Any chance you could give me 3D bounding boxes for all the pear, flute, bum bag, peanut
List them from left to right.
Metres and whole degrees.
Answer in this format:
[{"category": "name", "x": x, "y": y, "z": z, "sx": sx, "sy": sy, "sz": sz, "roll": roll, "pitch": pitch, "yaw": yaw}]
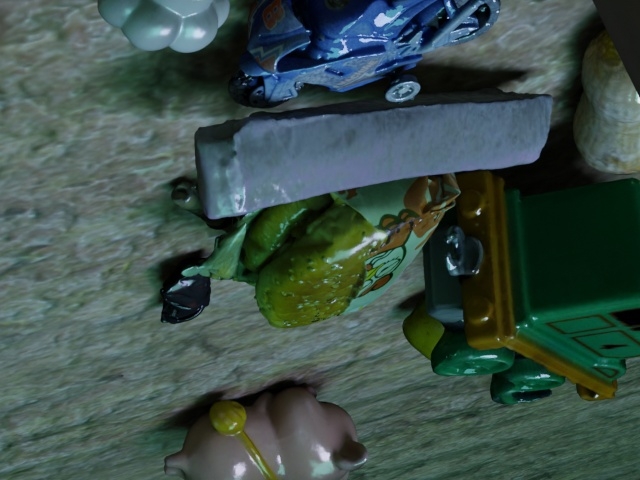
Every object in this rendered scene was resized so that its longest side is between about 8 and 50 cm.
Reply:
[{"category": "bum bag", "x": -0.129, "y": 0.052, "z": 1.299, "sx": 0.057, "sy": 0.034, "sz": 0.124, "roll": -29, "pitch": 160, "yaw": -16}, {"category": "flute", "x": -0.074, "y": -0.010, "z": 1.216, "sx": 0.027, "sy": 0.027, "sz": 0.233, "roll": -26, "pitch": 157, "yaw": 14}, {"category": "pear", "x": 0.145, "y": 0.101, "z": 1.569, "sx": 0.096, "sy": 0.092, "sz": 0.092, "roll": -1, "pitch": 156, "yaw": -2}, {"category": "peanut", "x": 0.264, "y": -0.118, "z": 1.167, "sx": 0.087, "sy": 0.087, "sz": 0.207, "roll": -20, "pitch": 157, "yaw": 0}]

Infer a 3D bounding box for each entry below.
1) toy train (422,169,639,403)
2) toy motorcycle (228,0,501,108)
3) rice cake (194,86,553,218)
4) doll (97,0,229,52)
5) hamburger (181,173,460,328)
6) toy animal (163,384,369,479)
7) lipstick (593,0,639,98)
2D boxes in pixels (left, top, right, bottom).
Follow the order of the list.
[{"category": "toy train", "x": 0.253, "y": 0.048, "z": 1.349, "sx": 0.249, "sy": 0.178, "sz": 0.429, "roll": -12, "pitch": 160, "yaw": 27}, {"category": "toy motorcycle", "x": 0.025, "y": -0.148, "z": 0.928, "sx": 0.205, "sy": 0.076, "sz": 0.114, "roll": -19, "pitch": 155, "yaw": 6}, {"category": "rice cake", "x": 0.047, "y": -0.078, "z": 1.044, "sx": 0.365, "sy": 0.073, "sz": 0.056, "roll": -13, "pitch": -162, "yaw": -41}, {"category": "doll", "x": -0.073, "y": -0.173, "z": 0.803, "sx": 0.106, "sy": 0.062, "sz": 0.162, "roll": 2, "pitch": 149, "yaw": -34}, {"category": "hamburger", "x": -0.003, "y": 0.000, "z": 1.160, "sx": 0.235, "sy": 0.125, "sz": 0.214, "roll": -21, "pitch": 152, "yaw": -37}, {"category": "toy animal", "x": -0.074, "y": 0.262, "z": 1.695, "sx": 0.248, "sy": 0.149, "sz": 0.165, "roll": -4, "pitch": 170, "yaw": -9}, {"category": "lipstick", "x": 0.283, "y": -0.099, "z": 1.006, "sx": 0.070, "sy": 0.254, "sz": 0.070, "roll": -17, "pitch": 157, "yaw": -7}]
